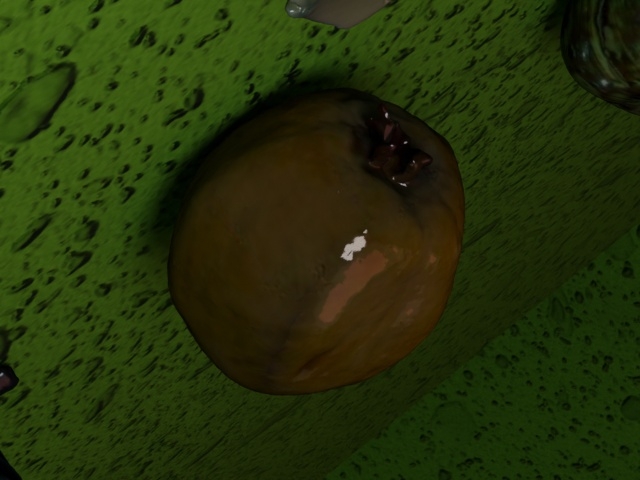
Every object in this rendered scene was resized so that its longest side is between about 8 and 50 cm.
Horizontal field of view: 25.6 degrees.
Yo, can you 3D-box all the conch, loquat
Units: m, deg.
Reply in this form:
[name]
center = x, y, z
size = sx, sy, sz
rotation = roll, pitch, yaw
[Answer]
[conch]
center = 0.263, -0.183, 1.096
size = 0.181, 0.124, 0.187
rotation = -59, 180, 34
[loquat]
center = 0.000, 0.000, 0.915
size = 0.187, 0.176, 0.234
rotation = -24, 150, -44

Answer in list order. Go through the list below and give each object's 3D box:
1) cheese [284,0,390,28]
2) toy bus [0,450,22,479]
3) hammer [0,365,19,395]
[cheese]
center = 0.028, -0.154, 0.757
size = 0.092, 0.048, 0.171
rotation = -44, 165, 27
[toy bus]
center = -0.309, 0.188, 0.726
size = 0.323, 0.194, 0.162
rotation = -34, 164, -11
[hammer]
center = -0.315, 0.161, 0.968
size = 0.246, 0.029, 0.103
rotation = -36, 166, -11
